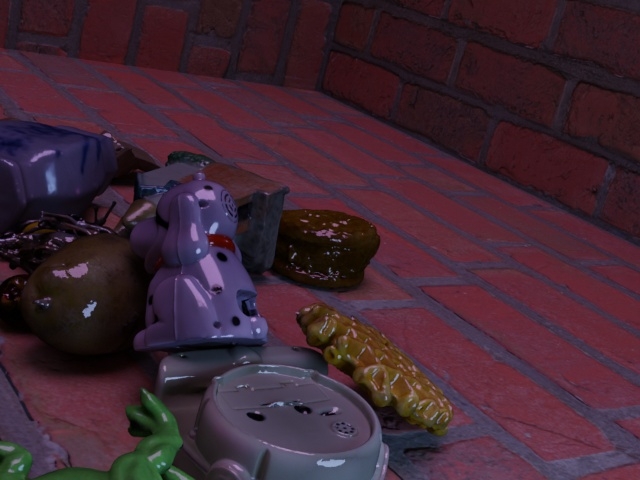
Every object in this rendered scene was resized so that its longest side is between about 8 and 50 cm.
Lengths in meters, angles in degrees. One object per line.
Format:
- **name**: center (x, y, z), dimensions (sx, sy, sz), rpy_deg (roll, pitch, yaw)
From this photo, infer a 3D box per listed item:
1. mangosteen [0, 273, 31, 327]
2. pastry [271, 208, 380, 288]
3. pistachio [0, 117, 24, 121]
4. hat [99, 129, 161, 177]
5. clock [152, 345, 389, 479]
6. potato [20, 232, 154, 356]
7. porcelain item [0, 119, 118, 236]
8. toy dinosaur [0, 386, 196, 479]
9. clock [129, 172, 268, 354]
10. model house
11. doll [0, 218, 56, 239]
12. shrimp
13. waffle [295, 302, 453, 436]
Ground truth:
- **mangosteen**: center (-0.447, 0.090, 1.353), dimensions (0.081, 0.081, 0.081), rpy_deg (13, 18, -4)
- **pastry**: center (0.000, 0.000, 1.894), dimensions (0.240, 0.132, 0.235), rpy_deg (6, 20, -28)
- **pistachio**: center (-0.681, -0.206, 2.032), dimensions (0.185, 0.124, 0.124), rpy_deg (31, 18, -3)
- **hat**: center (-0.465, -0.170, 2.190), dimensions (0.166, 0.144, 0.173), rpy_deg (36, -16, 53)
- **clock**: center (-0.043, 0.248, 1.144), dimensions (0.265, 0.108, 0.324), rpy_deg (2, 22, -36)
- **potato**: center (-0.330, 0.080, 1.319), dimensions (0.174, 0.159, 0.251), rpy_deg (42, 19, 13)
- **porcelain item**: center (-0.558, -0.127, 1.767), dimensions (0.242, 0.178, 0.405), rpy_deg (17, 15, 9)
- **toy dinosaur**: center (-0.169, 0.300, 0.845), dimensions (0.500, 0.144, 0.374), rpy_deg (17, 22, 25)
- **clock**: center (-0.175, 0.030, 1.277), dimensions (0.189, 0.254, 0.189), rpy_deg (-10, -13, -2)
- **model house**: center (-0.263, -0.028, 1.689), dimensions (0.267, 0.194, 0.325), rpy_deg (21, 22, 24)
- **doll**: center (-0.433, 0.010, 1.602), dimensions (0.249, 0.127, 0.088), rpy_deg (7, 51, -12)
- **shrimp**: center (-0.393, 0.011, 1.473), dimensions (0.372, 0.172, 0.137), rpy_deg (20, -9, -38)
- **waffle**: center (0.083, 0.180, 1.333), dimensions (0.283, 0.065, 0.309), rpy_deg (39, 2, 0)
